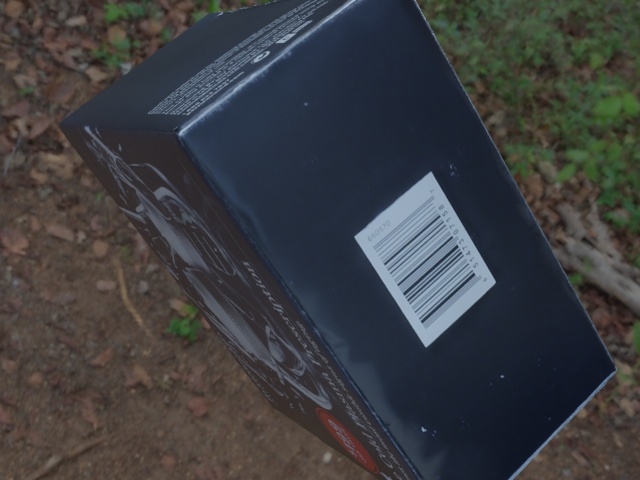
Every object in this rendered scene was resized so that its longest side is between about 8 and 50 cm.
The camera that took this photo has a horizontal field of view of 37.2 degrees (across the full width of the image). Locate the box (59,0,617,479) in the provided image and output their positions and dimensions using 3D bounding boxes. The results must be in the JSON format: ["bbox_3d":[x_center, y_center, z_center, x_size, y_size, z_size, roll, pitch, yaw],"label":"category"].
[{"bbox_3d":[0.000,0.000,0.739,0.179,0.312,0.343,-40,112,-16],"label":"box"}]
